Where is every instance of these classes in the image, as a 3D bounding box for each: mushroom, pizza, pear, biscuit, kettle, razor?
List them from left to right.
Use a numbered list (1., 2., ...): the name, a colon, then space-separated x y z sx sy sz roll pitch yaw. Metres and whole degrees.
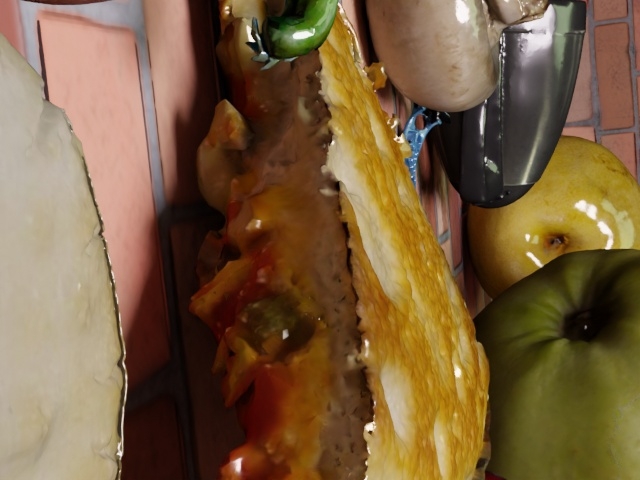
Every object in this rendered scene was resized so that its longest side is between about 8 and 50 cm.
1. biscuit: -0.109 0.051 0.337 0.141 0.038 0.290 -6 92 -73
2. pizza: 0.000 0.000 0.584 0.440 0.130 0.406 8 65 -74
3. razor: 0.102 -0.049 1.027 0.082 0.042 0.253 33 54 -43
4. mushroom: 0.136 -0.244 0.947 0.226 0.178 0.227 -13 90 -76
5. kettle: 0.234 -0.170 1.199 0.251 0.207 0.271 -133 -137 -70
6. pear: 0.374 -0.016 1.477 0.314 0.314 0.315 -3 90 -73

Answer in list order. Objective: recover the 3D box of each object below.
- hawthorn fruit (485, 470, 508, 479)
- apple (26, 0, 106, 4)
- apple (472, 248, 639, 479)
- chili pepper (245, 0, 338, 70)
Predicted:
1. hawthorn fruit: 0.126 0.281 0.887 0.157 0.156 0.194 41 29 -66
2. apple: -0.091 -0.147 0.290 0.153 0.119 0.153 57 20 -36
3. apple: 0.345 0.238 1.083 0.473 0.473 0.474 -3 90 -73
4. chili pepper: -0.034 -0.219 0.435 0.165 0.173 0.261 -115 -169 -65
